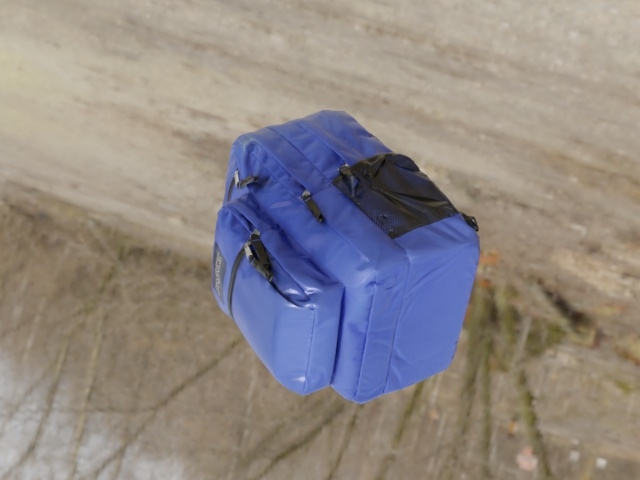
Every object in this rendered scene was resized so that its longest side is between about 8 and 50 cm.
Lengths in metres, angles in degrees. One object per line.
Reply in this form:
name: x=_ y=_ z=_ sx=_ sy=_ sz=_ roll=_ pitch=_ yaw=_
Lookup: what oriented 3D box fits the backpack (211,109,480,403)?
backpack: x=0.000 y=0.000 z=0.534 sx=0.101 sy=0.098 sz=0.120 roll=-14 pitch=-134 yaw=-29
